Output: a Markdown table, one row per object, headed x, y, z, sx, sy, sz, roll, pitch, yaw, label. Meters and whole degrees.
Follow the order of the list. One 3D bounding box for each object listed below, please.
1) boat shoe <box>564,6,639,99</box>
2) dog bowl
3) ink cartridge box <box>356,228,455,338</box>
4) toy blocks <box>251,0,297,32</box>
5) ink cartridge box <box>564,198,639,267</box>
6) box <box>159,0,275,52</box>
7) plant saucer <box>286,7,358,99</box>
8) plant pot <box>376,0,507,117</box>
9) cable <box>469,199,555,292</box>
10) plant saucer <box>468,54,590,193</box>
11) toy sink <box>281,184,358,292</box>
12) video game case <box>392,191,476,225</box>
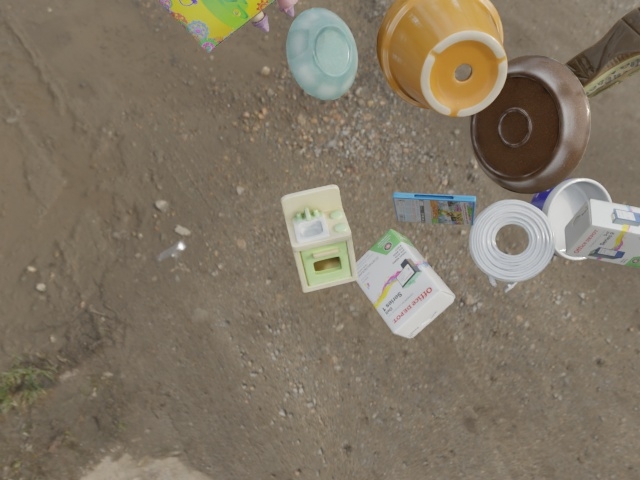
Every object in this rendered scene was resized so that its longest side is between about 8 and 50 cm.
| x | y | z | sx | sy | sz | roll | pitch | yaw | label |
| --- | --- | --- | --- | --- | --- | --- | --- | --- | --- |
| 0.631 | -0.388 | 1.154 | 0.089 | 0.285 | 0.105 | 14 | 58 | -41 | boat shoe |
| 0.818 | -0.073 | 1.830 | 0.264 | 0.104 | 0.265 | -2 | 98 | -17 | dog bowl |
| 0.252 | 0.136 | 1.755 | 0.201 | 0.117 | 0.278 | -46 | 54 | 15 | ink cartridge box |
| -0.130 | -0.816 | 1.764 | 0.308 | 0.260 | 0.289 | -35 | 43 | 5 | toy blocks |
| 0.789 | -0.017 | 1.496 | 0.212 | 0.154 | 0.093 | 13 | 58 | 3 | ink cartridge box |
| -0.122 | -0.506 | 0.887 | 0.289 | 0.177 | 0.279 | -29 | 42 | 22 | box |
| 0.017 | -0.402 | 1.199 | 0.037 | 0.195 | 0.195 | 7 | 54 | 53 | plant saucer |
| 0.202 | -0.288 | 0.881 | 0.204 | 0.205 | 0.188 | -5 | 34 | -1 | plant pot |
| 0.587 | 0.000 | 1.724 | 0.257 | 0.089 | 0.257 | -36 | 76 | 16 | cable |
| 0.450 | -0.256 | 1.264 | 0.050 | 0.311 | 0.311 | -13 | 60 | -35 | plant saucer |
| 0.000 | 0.000 | 1.419 | 0.152 | 0.234 | 0.131 | -13 | 40 | -3 | toy sink |
| 0.241 | -0.066 | 1.185 | 0.166 | 0.119 | 0.015 | 4 | 68 | 15 | video game case |
